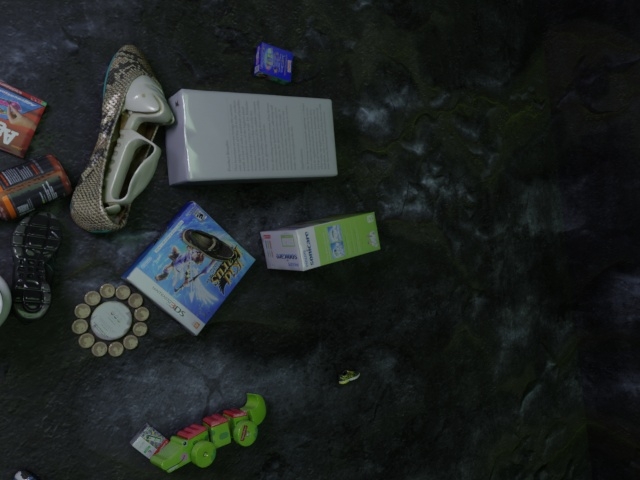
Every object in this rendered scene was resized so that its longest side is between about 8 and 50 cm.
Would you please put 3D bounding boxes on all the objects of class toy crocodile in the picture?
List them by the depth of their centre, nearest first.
[{"bbox_3d":[-0.285,0.512,1.406,0.341,0.115,0.105,-13,96,-41],"label":"toy crocodile"}]

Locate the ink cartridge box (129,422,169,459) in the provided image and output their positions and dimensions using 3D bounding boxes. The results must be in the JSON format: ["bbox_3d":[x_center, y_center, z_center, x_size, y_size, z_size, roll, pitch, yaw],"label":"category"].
[{"bbox_3d":[-0.429,0.533,1.368,0.115,0.029,0.063,51,63,-22],"label":"ink cartridge box"}]

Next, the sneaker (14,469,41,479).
[{"bbox_3d":[-0.638,0.616,1.196,0.081,0.080,0.211,-32,105,-34],"label":"sneaker"}]

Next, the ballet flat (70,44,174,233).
[{"bbox_3d":[-0.451,-0.243,1.272,0.164,0.182,0.482,31,69,-60],"label":"ballet flat"}]

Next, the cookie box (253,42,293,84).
[{"bbox_3d":[-0.139,-0.525,1.574,0.107,0.040,0.091,8,84,-33],"label":"cookie box"}]

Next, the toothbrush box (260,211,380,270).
[{"bbox_3d":[0.000,0.000,1.560,0.283,0.206,0.122,-16,98,-33],"label":"toothbrush box"}]

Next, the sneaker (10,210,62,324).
[{"bbox_3d":[-0.652,0.060,1.192,0.101,0.106,0.267,11,63,-28],"label":"sneaker"}]

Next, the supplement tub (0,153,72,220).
[{"bbox_3d":[-0.668,-0.111,1.171,0.198,0.106,0.106,-31,106,-31],"label":"supplement tub"}]

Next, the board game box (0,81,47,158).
[{"bbox_3d":[-0.772,-0.302,1.152,0.281,0.027,0.144,23,78,-32],"label":"board game box"}]

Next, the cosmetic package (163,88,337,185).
[{"bbox_3d":[-0.186,-0.276,1.466,0.454,0.162,0.229,-6,93,-34],"label":"cosmetic package"}]

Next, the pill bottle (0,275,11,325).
[{"bbox_3d":[-0.702,0.119,1.044,0.153,0.272,0.152,1,89,-34],"label":"pill bottle"}]

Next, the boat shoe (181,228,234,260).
[{"bbox_3d":[-0.289,0.014,1.385,0.152,0.049,0.056,25,74,-32],"label":"boat shoe"}]

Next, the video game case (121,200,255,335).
[{"bbox_3d":[-0.344,0.074,1.415,0.244,0.061,0.269,47,65,-25],"label":"video game case"}]

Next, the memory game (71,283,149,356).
[{"bbox_3d":[-0.522,0.200,1.321,0.186,0.012,0.186,0,90,-34],"label":"memory game"}]

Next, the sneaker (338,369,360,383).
[{"bbox_3d":[0.094,0.438,1.721,0.083,0.031,0.035,-20,100,-33],"label":"sneaker"}]
